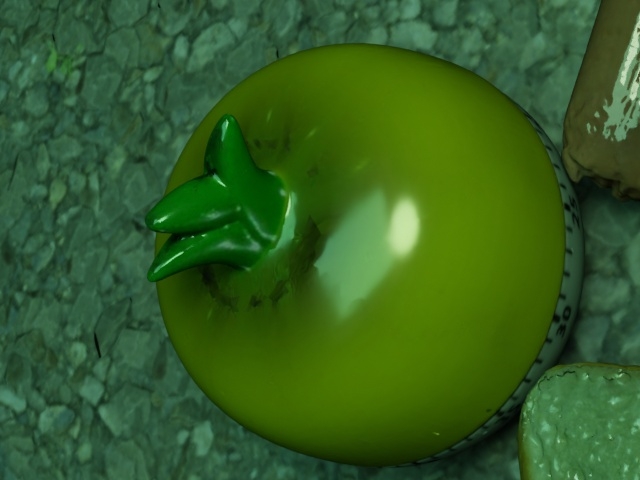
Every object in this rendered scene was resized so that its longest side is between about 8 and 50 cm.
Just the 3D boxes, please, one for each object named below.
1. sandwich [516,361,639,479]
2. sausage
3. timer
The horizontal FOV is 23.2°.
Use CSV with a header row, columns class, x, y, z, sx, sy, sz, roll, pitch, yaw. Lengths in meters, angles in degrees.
class,x,y,z,sx,sy,sz,roll,pitch,yaw
sandwich,0.210,0.184,0.851,0.226,0.087,0.251,-8,73,39
sausage,0.217,-0.162,0.921,0.086,0.086,0.289,19,93,38
timer,0.000,0.000,0.929,0.285,0.285,0.285,-9,75,35
